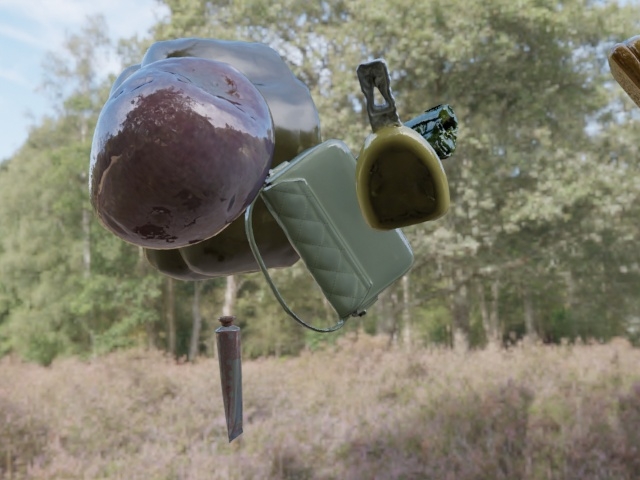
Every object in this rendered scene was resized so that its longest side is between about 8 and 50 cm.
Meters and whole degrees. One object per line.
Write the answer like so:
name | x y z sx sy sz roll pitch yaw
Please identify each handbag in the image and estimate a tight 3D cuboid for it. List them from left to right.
handbag | 0.000 0.000 1.182 0.219 0.256 0.079 -38 13 -25

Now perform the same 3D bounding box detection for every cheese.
cheese | 0.066 -0.088 0.755 0.086 0.163 0.036 -11 25 11

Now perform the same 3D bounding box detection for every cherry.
cherry | -0.163 -0.091 0.968 0.205 0.240 0.239 12 -7 -8

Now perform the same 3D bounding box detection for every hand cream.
hand cream | -0.153 0.235 1.401 0.043 0.210 0.067 -4 3 13

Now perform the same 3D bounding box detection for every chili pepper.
chili pepper | 0.098 -0.128 1.304 0.076 0.085 0.359 8 -12 -25

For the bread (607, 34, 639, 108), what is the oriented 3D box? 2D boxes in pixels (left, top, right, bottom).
bread | 0.382 -0.136 0.841 0.077 0.200 0.116 -44 -21 20

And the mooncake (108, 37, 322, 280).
mooncake | -0.206 -0.143 1.518 0.262 0.468 0.467 -11 1 -36
